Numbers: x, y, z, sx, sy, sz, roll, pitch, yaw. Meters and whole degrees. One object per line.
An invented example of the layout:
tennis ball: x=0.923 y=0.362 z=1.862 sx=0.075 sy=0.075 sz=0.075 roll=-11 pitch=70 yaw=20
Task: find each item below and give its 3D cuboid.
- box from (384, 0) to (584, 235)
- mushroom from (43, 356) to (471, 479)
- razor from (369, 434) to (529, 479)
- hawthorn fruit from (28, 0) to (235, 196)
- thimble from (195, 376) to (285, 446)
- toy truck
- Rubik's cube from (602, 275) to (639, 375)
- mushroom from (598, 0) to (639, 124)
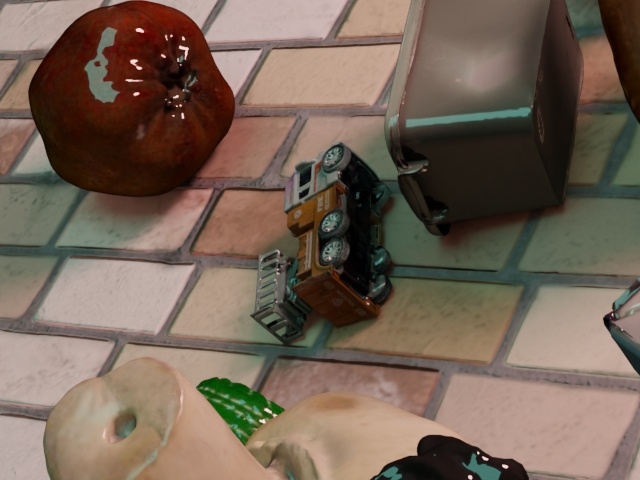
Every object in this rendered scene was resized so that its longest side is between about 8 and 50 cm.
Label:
box: x=0.158 y=-0.133 z=1.730 sx=0.135 sy=0.163 sz=0.243 roll=-5 pitch=47 yaw=22
mushroom: x=-0.021 y=0.263 z=1.342 sx=0.353 sy=0.353 sz=0.325 roll=-37 pitch=54 yaw=2
razor: x=0.120 y=0.277 z=1.206 sx=0.107 sy=0.327 sz=0.189 roll=6 pitch=53 yaw=49
hawthorn fruit: x=-0.219 y=-0.149 z=1.999 sx=0.248 sy=0.208 sz=0.208 roll=-4 pitch=48 yaw=50
thimble: x=-0.074 y=0.183 z=1.621 sx=0.130 sy=0.118 sz=0.090 roll=29 pitch=65 yaw=21
toy truck: x=0.001 y=0.000 z=1.775 sx=0.115 sy=0.080 sz=0.178 roll=-26 pitch=41 yaw=30
Rubik's cube: x=0.373 y=0.089 z=1.279 sx=0.221 sy=0.224 sz=0.231 roll=-43 pitch=40 yaw=-5
mushroom: x=0.340 y=-0.209 z=1.519 sx=0.345 sy=0.345 sz=0.259 roll=9 pitch=20 yaw=42
